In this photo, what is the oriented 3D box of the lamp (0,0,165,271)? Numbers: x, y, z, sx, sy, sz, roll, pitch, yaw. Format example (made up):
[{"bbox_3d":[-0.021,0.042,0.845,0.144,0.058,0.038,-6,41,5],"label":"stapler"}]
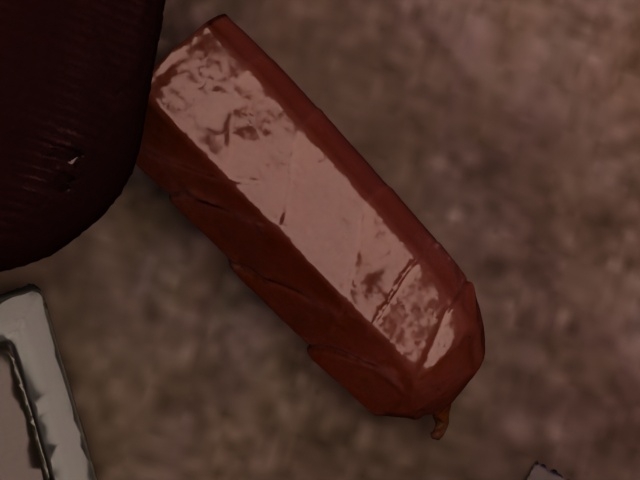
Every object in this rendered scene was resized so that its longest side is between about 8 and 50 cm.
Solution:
[{"bbox_3d":[-0.136,-0.090,0.606,0.180,0.180,0.258,12,87,-10],"label":"lamp"}]

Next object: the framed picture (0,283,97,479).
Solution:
[{"bbox_3d":[-0.205,0.164,0.646,0.293,0.018,0.231,-16,90,-12],"label":"framed picture"}]

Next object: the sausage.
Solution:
[{"bbox_3d":[0.000,0.000,0.676,0.065,0.065,0.169,-43,93,-11],"label":"sausage"}]

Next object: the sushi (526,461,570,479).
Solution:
[{"bbox_3d":[0.111,0.207,0.650,0.192,0.050,0.215,35,65,0],"label":"sushi"}]
